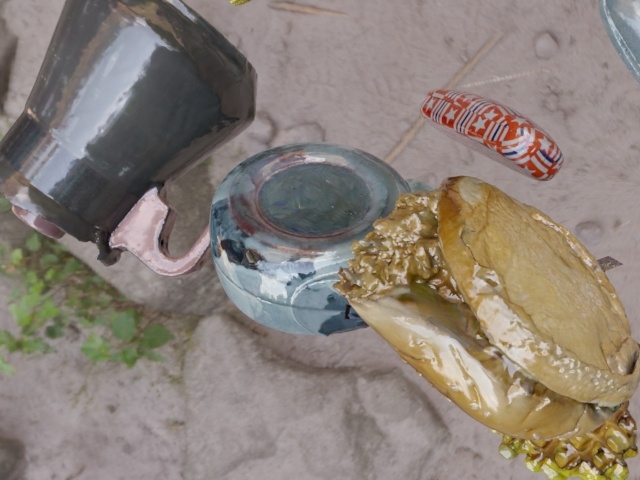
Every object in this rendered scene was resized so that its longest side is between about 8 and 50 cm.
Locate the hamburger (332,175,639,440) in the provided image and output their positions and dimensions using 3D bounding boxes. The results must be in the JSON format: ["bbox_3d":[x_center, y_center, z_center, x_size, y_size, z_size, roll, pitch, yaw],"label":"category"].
[{"bbox_3d":[0.152,0.060,0.730,0.146,0.286,0.243,-53,31,22],"label":"hamburger"}]

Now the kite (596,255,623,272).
[{"bbox_3d":[0.415,0.040,1.259,0.044,0.078,0.002,17,126,45],"label":"kite"}]

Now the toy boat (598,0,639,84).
[{"bbox_3d":[0.339,-0.131,0.765,0.260,0.085,0.078,41,75,-14],"label":"toy boat"}]

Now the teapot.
[{"bbox_3d":[-0.259,-0.143,1.182,0.376,0.305,0.362,38,91,9],"label":"teapot"}]

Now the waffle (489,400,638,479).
[{"bbox_3d":[0.337,0.242,1.238,0.237,0.243,0.059,3,133,-9],"label":"waffle"}]

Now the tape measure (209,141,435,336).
[{"bbox_3d":[0.000,0.000,1.050,0.275,0.256,0.147,24,137,24],"label":"tape measure"}]

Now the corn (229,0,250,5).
[{"bbox_3d":[-0.094,-0.542,1.657,0.248,0.081,0.081,-26,84,28],"label":"corn"}]

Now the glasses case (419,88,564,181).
[{"bbox_3d":[0.165,-0.114,0.845,0.049,0.073,0.194,-56,32,5],"label":"glasses case"}]
